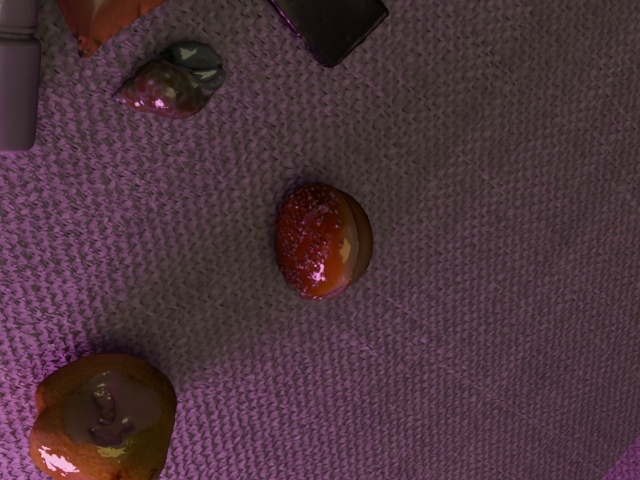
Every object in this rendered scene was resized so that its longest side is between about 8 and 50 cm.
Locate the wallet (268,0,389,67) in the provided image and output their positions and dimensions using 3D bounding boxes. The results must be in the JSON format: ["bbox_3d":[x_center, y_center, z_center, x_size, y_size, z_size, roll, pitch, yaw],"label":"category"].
[{"bbox_3d":[-0.022,-0.457,1.254,0.165,0.042,0.309,-45,121,0],"label":"wallet"}]

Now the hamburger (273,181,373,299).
[{"bbox_3d":[0.003,0.002,1.365,0.147,0.237,0.236,-13,117,-34],"label":"hamburger"}]

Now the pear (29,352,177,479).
[{"bbox_3d":[-0.396,0.335,1.325,0.271,0.271,0.271,-8,115,-19],"label":"pear"}]

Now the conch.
[{"bbox_3d":[-0.243,-0.262,1.217,0.173,0.106,0.116,-43,102,-21],"label":"conch"}]

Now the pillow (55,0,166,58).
[{"bbox_3d":[-0.306,-0.485,1.075,0.312,0.119,0.310,-34,117,-12],"label":"pillow"}]

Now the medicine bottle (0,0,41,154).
[{"bbox_3d":[-0.496,-0.266,1.086,0.145,0.144,0.252,4,113,-24],"label":"medicine bottle"}]
